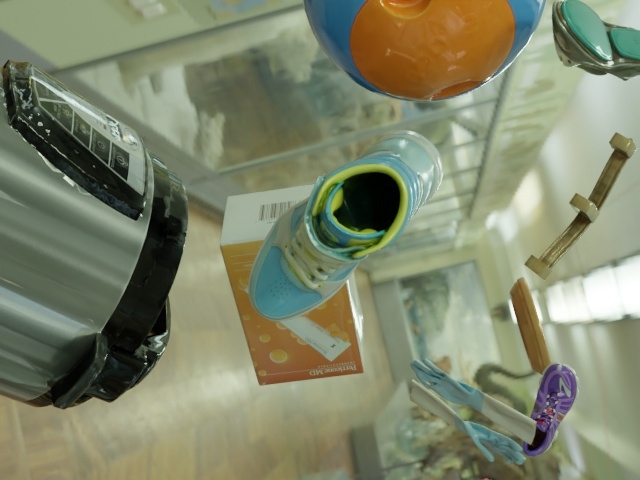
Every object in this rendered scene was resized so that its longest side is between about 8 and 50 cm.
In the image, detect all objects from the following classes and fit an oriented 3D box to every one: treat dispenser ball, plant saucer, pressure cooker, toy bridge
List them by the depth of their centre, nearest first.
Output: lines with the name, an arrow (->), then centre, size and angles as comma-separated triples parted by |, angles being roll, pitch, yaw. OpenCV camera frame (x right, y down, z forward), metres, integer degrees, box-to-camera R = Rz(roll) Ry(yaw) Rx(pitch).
toy bridge -> 0.301, -0.037, 1.181 | 0.026, 0.188, 0.063 | 36, 4, 25
treat dispenser ball -> 0.121, -0.306, 1.211 | 0.288, 0.288, 0.288 | -14, 90, -85
pressure cooker -> -0.366, 0.003, 1.275 | 0.420, 0.375, 0.370 | 30, 67, -32
plant saucer -> 0.405, 0.170, 2.008 | 0.200, 0.037, 0.200 | -16, 90, -82

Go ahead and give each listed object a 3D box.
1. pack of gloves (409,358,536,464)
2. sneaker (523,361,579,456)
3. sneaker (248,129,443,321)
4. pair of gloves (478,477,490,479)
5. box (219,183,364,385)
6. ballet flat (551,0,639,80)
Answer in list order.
pack of gloves -> 0.235, 0.293, 1.701 | 0.046, 0.232, 0.195 | -51, 156, -23
sneaker -> 0.381, 0.286, 1.721 | 0.071, 0.068, 0.170 | -16, 122, -68
sneaker -> 0.000, 0.000, 1.239 | 0.127, 0.319, 0.208 | 44, 21, 2
pair of gloves -> 0.180, 0.375, 1.405 | 0.159, 0.198, 0.023 | -111, -178, -84
box -> -0.046, 0.086, 1.976 | 0.168, 0.215, 0.345 | -89, 169, -55
ballet flat -> 0.302, -0.213, 1.155 | 0.213, 0.068, 0.072 | 4, 68, -45
